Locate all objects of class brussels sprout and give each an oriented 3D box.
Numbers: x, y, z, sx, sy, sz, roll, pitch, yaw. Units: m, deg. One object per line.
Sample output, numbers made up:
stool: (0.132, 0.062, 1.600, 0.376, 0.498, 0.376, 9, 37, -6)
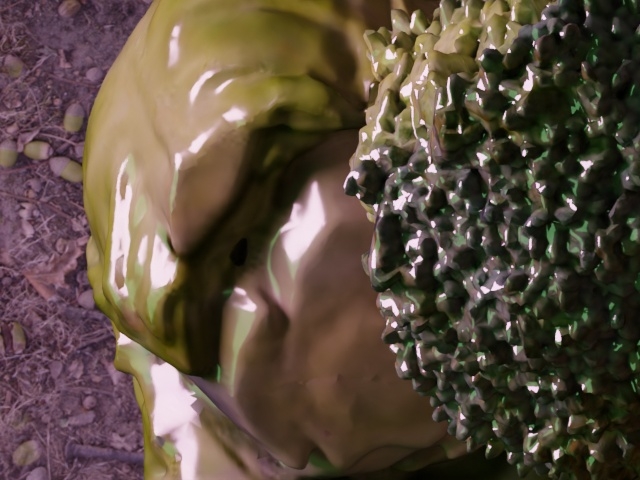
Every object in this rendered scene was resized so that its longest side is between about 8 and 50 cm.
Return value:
brussels sprout: (0.006, -0.008, 1.330, 0.361, 0.342, 0.425, -104, 13, -63)

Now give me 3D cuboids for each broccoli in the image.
broccoli: (0.131, -0.025, 0.853, 0.288, 0.235, 0.260, -31, 60, 41)
